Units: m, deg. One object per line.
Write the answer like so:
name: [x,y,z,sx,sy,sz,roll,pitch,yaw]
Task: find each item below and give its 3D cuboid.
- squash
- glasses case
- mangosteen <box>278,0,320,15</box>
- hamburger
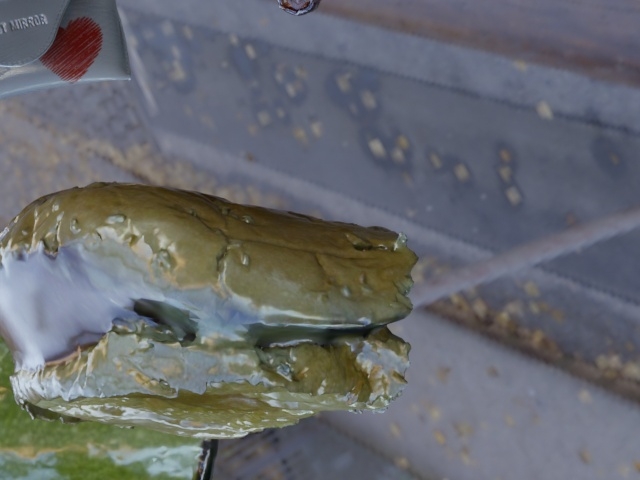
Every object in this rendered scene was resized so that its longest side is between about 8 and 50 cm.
squash: [-0.281,0.146,1.438,0.310,0.309,0.310,-169,90,-68]
glasses case: [-0.356,-0.217,1.743,0.128,0.308,0.083,69,158,13]
mangosteen: [-0.039,-0.453,1.579,0.435,0.382,0.382,60,156,22]
hamburger: [-0.096,0.042,0.920,0.309,0.211,0.132,-17,64,59]
